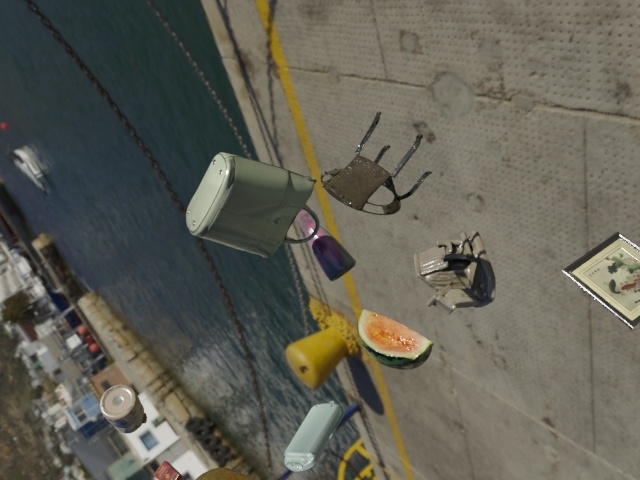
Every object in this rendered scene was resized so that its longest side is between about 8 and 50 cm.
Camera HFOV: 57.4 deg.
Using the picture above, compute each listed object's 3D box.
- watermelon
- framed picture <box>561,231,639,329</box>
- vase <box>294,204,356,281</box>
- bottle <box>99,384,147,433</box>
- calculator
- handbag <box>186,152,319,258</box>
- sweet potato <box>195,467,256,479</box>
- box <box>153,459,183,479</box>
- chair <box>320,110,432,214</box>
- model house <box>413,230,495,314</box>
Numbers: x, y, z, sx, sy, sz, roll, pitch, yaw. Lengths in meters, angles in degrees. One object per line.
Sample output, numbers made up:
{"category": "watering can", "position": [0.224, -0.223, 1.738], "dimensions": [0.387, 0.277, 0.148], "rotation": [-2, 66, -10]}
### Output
{"category": "watermelon", "position": [0.222, 0.365, 2.033], "dimensions": [0.303, 0.128, 0.159], "rotation": [25, 103, 37]}
{"category": "framed picture", "position": [0.695, 0.084, 1.339], "dimensions": [0.199, 0.195, 0.010], "rotation": [48, 159, 35]}
{"category": "vase", "position": [0.000, 0.000, 1.546], "dimensions": [0.214, 0.086, 0.086], "rotation": [54, 156, 10]}
{"category": "bottle", "position": [-0.496, 0.435, 1.480], "dimensions": [0.099, 0.099, 0.152], "rotation": [44, 154, 25]}
{"category": "calculator", "position": [-0.019, 0.579, 1.745], "dimensions": [0.141, 0.246, 0.045], "rotation": [-21, 115, 47]}
{"category": "handbag", "position": [-0.137, -0.071, 1.354], "dimensions": [0.241, 0.315, 0.109], "rotation": [-56, 44, 22]}
{"category": "sweet potato", "position": [-0.189, 0.658, 1.487], "dimensions": [0.422, 0.130, 0.131], "rotation": [-10, 115, 39]}
{"category": "box", "position": [-0.449, 0.694, 1.724], "dimensions": [0.082, 0.051, 0.023], "rotation": [22, 162, 38]}
{"category": "chair", "position": [0.111, -0.133, 1.195], "dimensions": [0.174, 0.213, 0.149], "rotation": [37, 167, 26]}
{"category": "model house", "position": [0.348, 0.089, 1.550], "dimensions": [0.122, 0.188, 0.229], "rotation": [82, -177, -49]}
